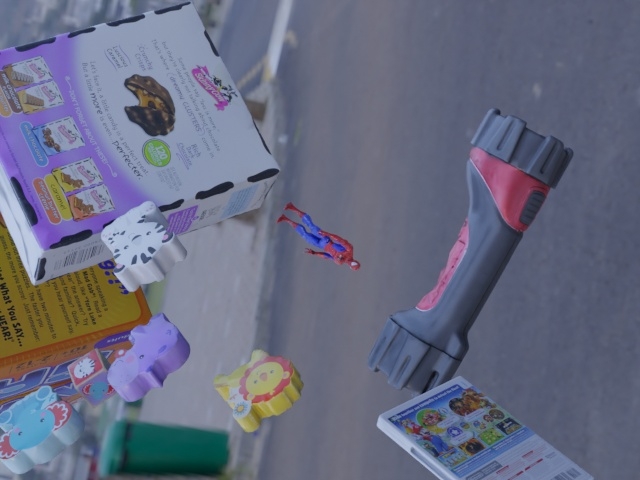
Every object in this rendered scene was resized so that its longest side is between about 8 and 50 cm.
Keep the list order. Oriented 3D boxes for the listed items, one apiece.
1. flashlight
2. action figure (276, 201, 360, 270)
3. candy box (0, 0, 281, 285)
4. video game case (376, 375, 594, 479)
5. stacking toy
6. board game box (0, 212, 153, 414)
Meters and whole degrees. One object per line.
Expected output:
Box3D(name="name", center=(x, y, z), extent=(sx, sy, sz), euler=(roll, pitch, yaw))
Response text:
Box3D(name="flashlight", center=(0.149, 0.014, 1.283), extent=(0.304, 0.103, 0.103), euler=(-60, 4, 7))
Box3D(name="action figure", center=(0.000, 0.000, 1.471), extent=(0.038, 0.115, 0.030), euler=(-58, -4, 31))
Box3D(name="candy box", center=(-0.155, -0.078, 0.931), extent=(0.165, 0.196, 0.070), euler=(63, 154, 16))
Box3D(name="video game case", center=(0.109, 0.141, 0.811), extent=(0.122, 0.087, 0.011), euler=(37, 129, 33))
Box3D(name="stacking toy", center=(-0.138, 0.096, 0.737), extent=(0.167, 0.221, 0.052), euler=(58, 178, -41))
Box3D(name="board game box", center=(-0.494, 0.059, 1.707), extent=(0.356, 0.356, 0.356), euler=(67, 151, 14))
